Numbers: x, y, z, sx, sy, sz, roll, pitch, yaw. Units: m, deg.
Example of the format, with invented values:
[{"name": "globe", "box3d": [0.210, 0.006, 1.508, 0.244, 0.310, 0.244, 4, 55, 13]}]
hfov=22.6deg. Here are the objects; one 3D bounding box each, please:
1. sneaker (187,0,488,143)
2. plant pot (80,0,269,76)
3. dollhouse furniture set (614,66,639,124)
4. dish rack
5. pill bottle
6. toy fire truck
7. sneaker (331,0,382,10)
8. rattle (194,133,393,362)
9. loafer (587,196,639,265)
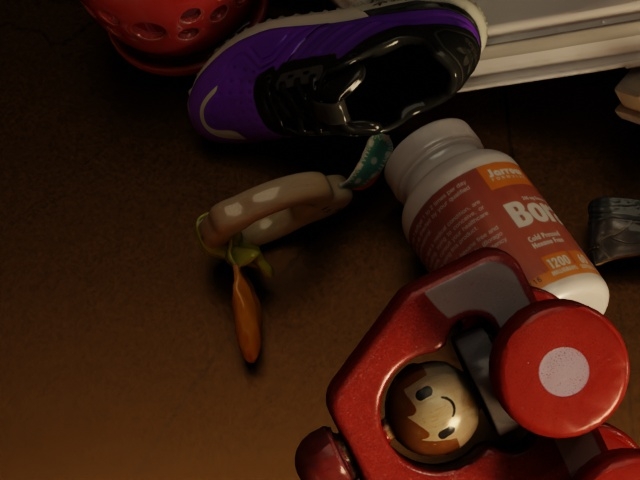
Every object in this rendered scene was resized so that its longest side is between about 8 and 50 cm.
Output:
[{"name": "sneaker", "box3d": [0.005, -0.141, 1.450, 0.293, 0.102, 0.146, -16, 28, 17]}, {"name": "plant pot", "box3d": [-0.144, -0.263, 1.544, 0.191, 0.174, 0.191, -6, 58, 11]}, {"name": "dollhouse furniture set", "box3d": [0.359, -0.196, 1.571, 0.303, 0.174, 0.355, -48, 37, -11]}, {"name": "dish rack", "box3d": [0.228, -0.282, 1.533, 0.332, 0.072, 0.286, -7, 54, 31]}, {"name": "pill bottle", "box3d": [0.147, -0.001, 1.403, 0.121, 0.121, 0.216, -25, 60, -13]}, {"name": "toy fire truck", "box3d": [0.124, 0.175, 1.222, 0.253, 0.169, 0.302, -27, 96, -3]}, {"name": "sneaker", "box3d": [0.103, -0.301, 1.512, 0.322, 0.236, 0.130, 13, 20, 0]}, {"name": "rattle", "box3d": [0.000, 0.000, 1.428, 0.199, 0.130, 0.143, -15, 60, -25]}, {"name": "loafer", "box3d": [0.324, 0.001, 1.440, 0.170, 0.062, 0.061, 5, 80, 10]}]
